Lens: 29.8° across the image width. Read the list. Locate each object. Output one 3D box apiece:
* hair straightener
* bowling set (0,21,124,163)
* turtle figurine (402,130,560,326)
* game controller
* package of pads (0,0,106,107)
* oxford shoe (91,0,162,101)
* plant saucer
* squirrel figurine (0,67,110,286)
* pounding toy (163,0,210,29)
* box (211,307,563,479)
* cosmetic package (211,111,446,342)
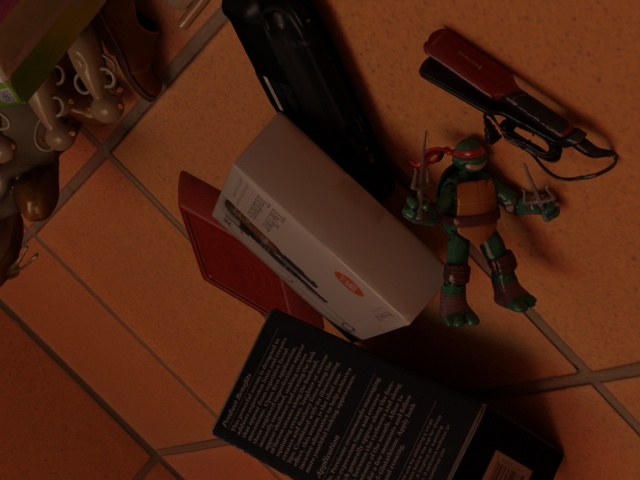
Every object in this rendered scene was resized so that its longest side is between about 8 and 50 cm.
[{"bbox_3d":[0.203,-0.131,1.254,0.230,0.047,0.089,32,153,12],"label":"hair straightener"},{"bbox_3d":[-0.344,-0.222,1.675,0.287,0.200,0.154,-5,115,35],"label":"bowling set"},{"bbox_3d":[0.178,-0.027,1.357,0.118,0.175,0.234,-98,0,-70],"label":"turtle figurine"},{"bbox_3d":[-0.014,-0.179,1.473,0.166,0.067,0.319,34,157,50],"label":"game controller"},{"bbox_3d":[-0.403,-0.280,1.511,0.229,0.296,0.101,-4,131,31],"label":"package of pads"},{"bbox_3d":[-0.248,-0.262,1.652,0.076,0.076,0.212,60,177,26],"label":"oxford shoe"},{"bbox_3d":[-0.122,0.033,1.955,0.259,0.047,0.258,28,151,27],"label":"plant saucer"},{"bbox_3d":[-0.539,-0.115,1.925,0.397,0.281,0.370,38,120,49],"label":"squirrel figurine"},{"bbox_3d":[-0.161,-0.331,1.314,0.154,0.155,0.269,47,155,-19],"label":"pounding toy"},{"bbox_3d":[0.097,0.294,1.753,0.396,0.212,0.293,21,171,39],"label":"box"},{"bbox_3d":[0.000,0.000,1.584,0.284,0.097,0.377,40,168,-1],"label":"cosmetic package"}]
